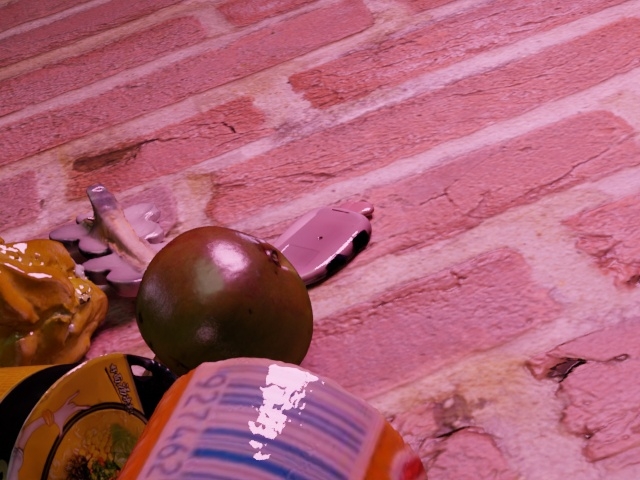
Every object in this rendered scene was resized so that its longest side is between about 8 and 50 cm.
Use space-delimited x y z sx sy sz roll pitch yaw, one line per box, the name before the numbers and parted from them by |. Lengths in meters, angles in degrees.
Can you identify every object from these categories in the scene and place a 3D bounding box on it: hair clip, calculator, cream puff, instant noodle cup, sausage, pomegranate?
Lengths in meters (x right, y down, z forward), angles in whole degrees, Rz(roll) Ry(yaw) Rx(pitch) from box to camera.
hair clip | -0.234 0.002 1.429 0.146 0.075 0.257 -13 33 -29
calculator | 0.000 0.000 1.356 0.103 0.024 0.166 12 44 39
cream puff | -0.361 0.077 1.280 0.221 0.194 0.194 -11 33 17
instant noodle cup | -0.252 0.198 1.035 0.236 0.215 0.215 -1 35 40
sausage | -0.063 0.255 0.811 0.233 0.233 0.287 -3 35 22
pomegranate | -0.109 0.090 1.165 0.209 0.180 0.180 -55 33 10
